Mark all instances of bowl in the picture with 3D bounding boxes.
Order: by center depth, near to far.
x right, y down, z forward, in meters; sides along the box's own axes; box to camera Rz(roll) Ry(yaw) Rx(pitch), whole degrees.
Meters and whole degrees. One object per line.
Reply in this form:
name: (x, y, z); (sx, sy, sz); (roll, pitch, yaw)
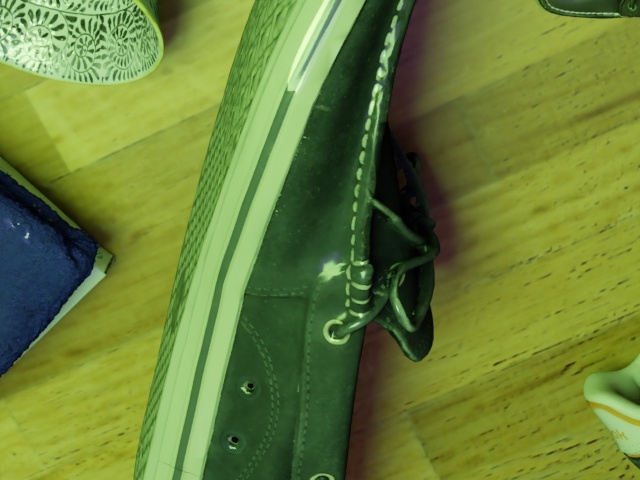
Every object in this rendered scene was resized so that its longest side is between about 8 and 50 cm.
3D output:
bowl: (-0.163, -0.169, 0.967); (0.170, 0.170, 0.080); (19, 69, -4)

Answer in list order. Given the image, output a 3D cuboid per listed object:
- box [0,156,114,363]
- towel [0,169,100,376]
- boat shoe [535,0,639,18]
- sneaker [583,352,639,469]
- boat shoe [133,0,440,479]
box: (-0.254, 0.001, 1.074); (0.145, 0.038, 0.186); (-42, 104, 17)
towel: (-0.318, 0.042, 1.040); (0.228, 0.076, 0.308); (39, 110, -19)
boat shoe: (0.205, -0.162, 0.984); (0.152, 0.049, 0.056); (-9, 110, 6)
sneaker: (0.298, 0.028, 1.012); (0.127, 0.126, 0.321); (36, 106, -10)
boat shoe: (0.000, 0.000, 0.992); (0.156, 0.187, 0.500); (12, 116, -7)
